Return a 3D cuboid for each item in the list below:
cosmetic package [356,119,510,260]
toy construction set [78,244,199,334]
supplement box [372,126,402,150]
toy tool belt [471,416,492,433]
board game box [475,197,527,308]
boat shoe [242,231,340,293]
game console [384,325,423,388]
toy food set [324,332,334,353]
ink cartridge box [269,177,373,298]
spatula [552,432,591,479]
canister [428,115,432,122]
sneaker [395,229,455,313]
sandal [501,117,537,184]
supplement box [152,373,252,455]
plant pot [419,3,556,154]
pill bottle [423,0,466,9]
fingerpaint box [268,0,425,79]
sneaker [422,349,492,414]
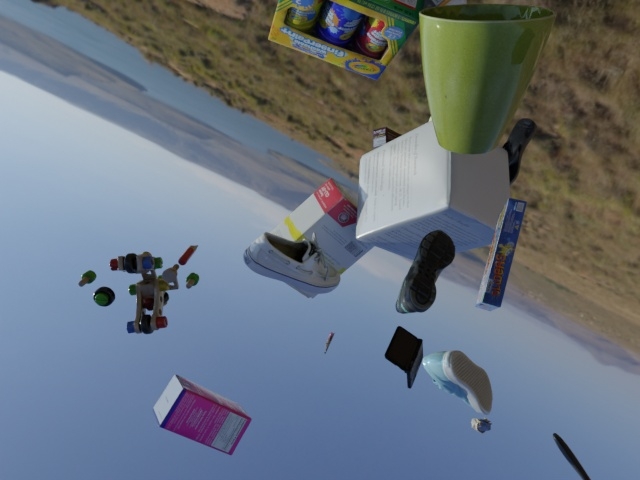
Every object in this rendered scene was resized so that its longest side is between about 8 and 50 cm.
[{"bbox_3d":[0.372,-0.151,1.596,0.329,0.327,0.393,21,155,-34],"label":"cosmetic package"},{"bbox_3d":[-0.491,0.106,1.448,0.257,0.308,0.237,57,-169,-16],"label":"toy construction set"},{"bbox_3d":[0.276,-0.328,1.956,0.073,0.239,0.130,-5,171,39],"label":"supplement box"},{"bbox_3d":[0.574,0.648,1.675,0.083,0.052,0.051,22,144,-22],"label":"toy tool belt"},{"bbox_3d":[0.346,0.033,0.923,0.035,0.201,0.136,15,172,15],"label":"board game box"},{"bbox_3d":[-0.048,0.049,1.466,0.367,0.156,0.136,22,-149,-37],"label":"boat shoe"},{"bbox_3d":[0.225,0.311,1.279,0.071,0.107,0.122,9,-142,26],"label":"game console"},{"bbox_3d":[0.037,0.441,2.090,0.019,0.078,0.122,24,-171,7],"label":"toy food set"},{"bbox_3d":[0.000,0.000,1.801,0.279,0.384,0.160,40,-166,-39],"label":"ink cartridge box"},{"bbox_3d":[0.613,0.578,1.074,0.084,0.030,0.296,28,-147,-44],"label":"spatula"},{"bbox_3d":[0.424,-0.394,1.608,0.126,0.073,0.170,23,149,7],"label":"canister"},{"bbox_3d":[0.266,0.080,1.255,0.101,0.267,0.106,37,147,-3],"label":"sneaker"},{"bbox_3d":[0.654,-0.303,1.651,0.054,0.255,0.097,14,-171,-43],"label":"sandal"},{"bbox_3d":[-0.312,0.463,1.268,0.220,0.114,0.111,37,168,-26],"label":"supplement box"},{"bbox_3d":[0.350,-0.356,1.077,0.274,0.294,0.275,-2,-148,1],"label":"plant pot"},{"bbox_3d":[0.371,-0.886,1.685,0.278,0.162,0.162,55,-172,7],"label":"pill bottle"},{"bbox_3d":[0.077,-0.776,1.639,0.444,0.163,0.371,17,165,-13],"label":"fingerpaint box"},{"bbox_3d":[0.488,0.495,1.698,0.150,0.135,0.366,-9,132,44],"label":"sneaker"}]
